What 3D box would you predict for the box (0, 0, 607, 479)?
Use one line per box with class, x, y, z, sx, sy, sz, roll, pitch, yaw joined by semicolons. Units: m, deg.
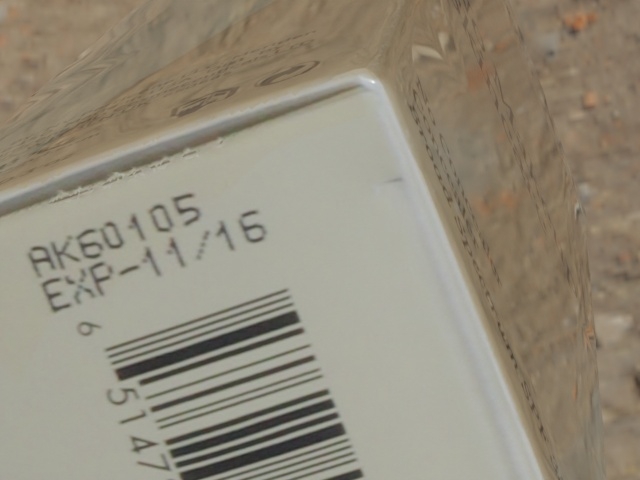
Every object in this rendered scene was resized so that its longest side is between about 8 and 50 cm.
box;0.000;0.000;0.496;0.121;0.311;0.148;-19;106;13
